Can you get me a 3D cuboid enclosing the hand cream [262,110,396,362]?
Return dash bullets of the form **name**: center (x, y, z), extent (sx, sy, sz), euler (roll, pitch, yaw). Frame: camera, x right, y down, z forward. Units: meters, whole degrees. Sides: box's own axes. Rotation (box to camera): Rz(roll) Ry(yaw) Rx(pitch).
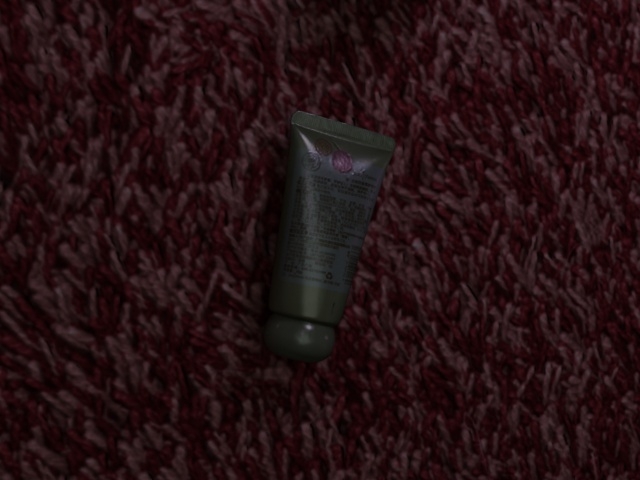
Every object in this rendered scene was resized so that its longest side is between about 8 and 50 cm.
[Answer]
- **hand cream**: center (0.000, 0.000, 1.101), extent (0.147, 0.093, 0.305), euler (13, 90, -19)
